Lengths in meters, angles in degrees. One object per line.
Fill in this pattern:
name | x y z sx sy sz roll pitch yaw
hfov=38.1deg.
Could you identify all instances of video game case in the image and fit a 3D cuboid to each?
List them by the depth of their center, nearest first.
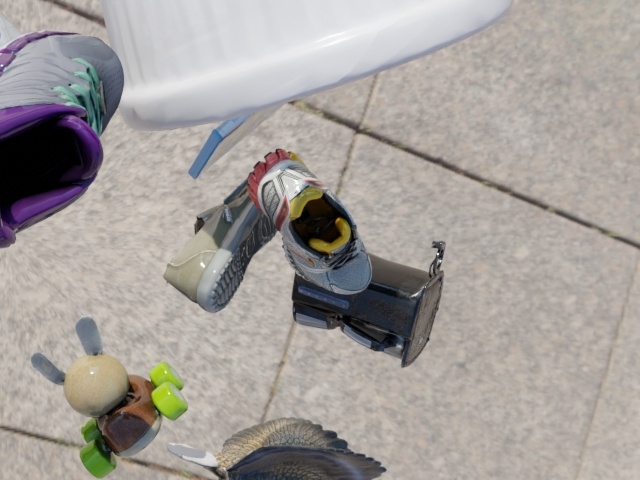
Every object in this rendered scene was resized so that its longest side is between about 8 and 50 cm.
video game case | -0.075 -0.142 1.042 0.015 0.119 0.166 46 62 -1

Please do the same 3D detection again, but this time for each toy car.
toy car | -0.302 0.198 1.274 0.155 0.149 0.188 -39 109 -1

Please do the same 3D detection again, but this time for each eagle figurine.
eagle figurine | -0.076 0.374 1.477 0.298 0.226 0.225 -33 142 -12

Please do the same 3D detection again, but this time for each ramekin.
ramekin | -0.021 -0.175 0.604 0.273 0.273 0.127 -23 108 -17

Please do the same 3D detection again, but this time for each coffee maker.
coffee maker | 0.065 0.058 1.225 0.178 0.120 0.171 20 92 21

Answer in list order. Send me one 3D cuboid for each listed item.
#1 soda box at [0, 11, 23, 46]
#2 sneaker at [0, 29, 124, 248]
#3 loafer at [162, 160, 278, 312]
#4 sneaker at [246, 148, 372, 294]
soda box | -0.391 -0.103 0.862 0.286 0.098 0.091 -38 99 27
sneaker | -0.128 -0.045 0.442 0.098 0.224 0.083 0 118 18
loafer | -0.111 -0.022 1.126 0.087 0.094 0.251 16 43 14
sneaker | 0.000 0.000 1.021 0.088 0.093 0.225 -44 137 -3
